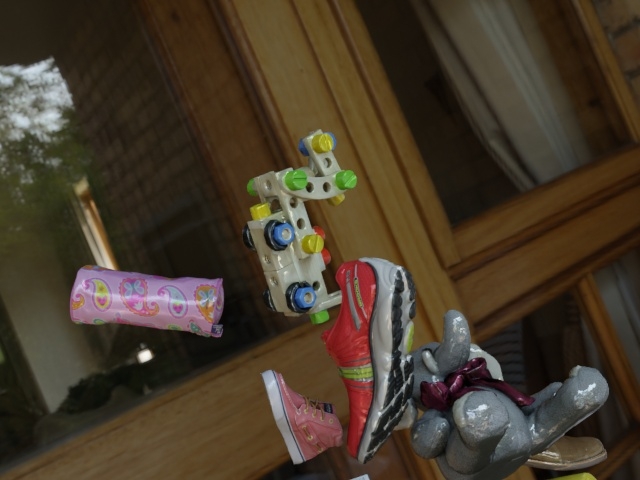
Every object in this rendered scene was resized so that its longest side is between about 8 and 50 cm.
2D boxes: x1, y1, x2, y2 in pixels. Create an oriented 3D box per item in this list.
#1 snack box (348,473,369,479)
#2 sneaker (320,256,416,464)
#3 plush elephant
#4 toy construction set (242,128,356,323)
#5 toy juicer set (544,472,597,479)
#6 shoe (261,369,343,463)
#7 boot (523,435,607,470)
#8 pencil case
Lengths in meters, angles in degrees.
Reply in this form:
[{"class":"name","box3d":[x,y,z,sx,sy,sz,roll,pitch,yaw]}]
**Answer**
[{"class":"snack box","box3d":[-0.002,0.369,0.661,0.187,0.060,0.322,-17,31,-2]},{"class":"sneaker","box3d":[0.056,0.154,0.990,0.119,0.278,0.107,12,16,28]},{"class":"plush elephant","box3d":[0.220,0.234,1.160,0.272,0.255,0.330,-9,-40,-27]},{"class":"toy construction set","box3d":[0.000,0.000,1.167,0.215,0.327,0.151,-27,0,-39]},{"class":"toy juicer set","box3d":[0.271,0.409,0.852,0.089,0.209,0.329,-35,-16,33]},{"class":"shoe","box3d":[-0.022,0.232,1.029,0.081,0.177,0.063,-20,37,-5]},{"class":"boot","box3d":[0.390,0.361,1.390,0.306,0.115,0.112,5,-9,-14]},{"class":"pencil case","box3d":[-0.323,0.118,1.431,0.284,0.124,0.124,7,-3,-5]}]
